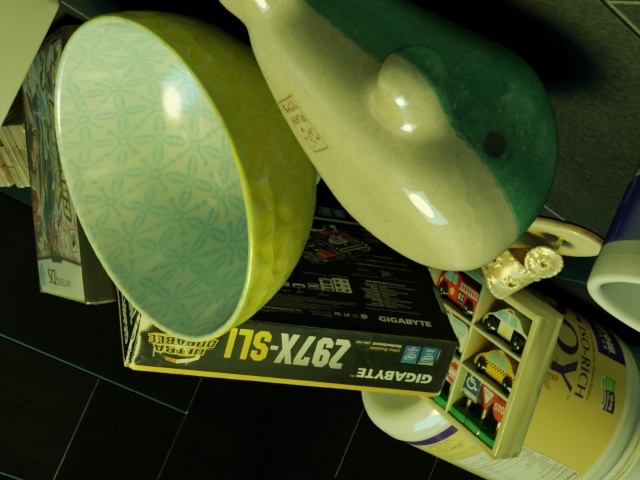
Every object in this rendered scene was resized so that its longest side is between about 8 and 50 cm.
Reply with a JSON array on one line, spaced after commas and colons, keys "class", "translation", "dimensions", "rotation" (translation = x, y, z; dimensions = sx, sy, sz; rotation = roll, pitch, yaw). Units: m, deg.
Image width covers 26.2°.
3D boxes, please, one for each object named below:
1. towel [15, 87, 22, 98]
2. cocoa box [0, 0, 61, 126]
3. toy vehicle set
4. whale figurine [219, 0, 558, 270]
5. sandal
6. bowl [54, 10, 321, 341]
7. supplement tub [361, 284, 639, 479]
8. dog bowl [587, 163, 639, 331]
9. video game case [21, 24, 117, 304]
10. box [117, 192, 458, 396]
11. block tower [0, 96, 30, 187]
[{"class": "towel", "translation": [-0.407, -0.191, 1.866], "dimensions": [0.110, 0.027, 0.148], "rotation": [24, 172, 4]}, {"class": "cocoa box", "translation": [-0.436, -0.117, 1.294], "dimensions": [0.228, 0.347, 0.231], "rotation": [27, 173, -20]}, {"class": "toy vehicle set", "translation": [0.145, 0.100, 1.496], "dimensions": [0.035, 0.166, 0.267], "rotation": [1, -158, -34]}, {"class": "whale figurine", "translation": [0.047, -0.109, 0.900], "dimensions": [0.272, 0.141, 0.216], "rotation": [49, 169, -7]}, {"class": "sandal", "translation": [0.189, 0.022, 1.398], "dimensions": [0.088, 0.079, 0.240], "rotation": [29, 170, -33]}, {"class": "bowl", "translation": [-0.089, -0.072, 1.191], "dimensions": [0.156, 0.290, 0.289], "rotation": [-22, -158, -35]}, {"class": "supplement tub", "translation": [0.242, 0.182, 1.704], "dimensions": [0.331, 0.241, 0.241], "rotation": [27, 171, -28]}, {"class": "dog bowl", "translation": [0.336, 0.035, 0.996], "dimensions": [0.264, 0.104, 0.265], "rotation": [23, 172, 4]}, {"class": "video game case", "translation": [-0.272, -0.075, 1.452], "dimensions": [0.035, 0.275, 0.248], "rotation": [-6, -177, -21]}, {"class": "box", "translation": [-0.044, 0.039, 1.405], "dimensions": [0.322, 0.079, 0.257], "rotation": [7, -149, -17]}, {"class": "block tower", "translation": [-0.367, -0.126, 1.728], "dimensions": [0.335, 0.097, 0.091], "rotation": [5, 125, 49]}]
